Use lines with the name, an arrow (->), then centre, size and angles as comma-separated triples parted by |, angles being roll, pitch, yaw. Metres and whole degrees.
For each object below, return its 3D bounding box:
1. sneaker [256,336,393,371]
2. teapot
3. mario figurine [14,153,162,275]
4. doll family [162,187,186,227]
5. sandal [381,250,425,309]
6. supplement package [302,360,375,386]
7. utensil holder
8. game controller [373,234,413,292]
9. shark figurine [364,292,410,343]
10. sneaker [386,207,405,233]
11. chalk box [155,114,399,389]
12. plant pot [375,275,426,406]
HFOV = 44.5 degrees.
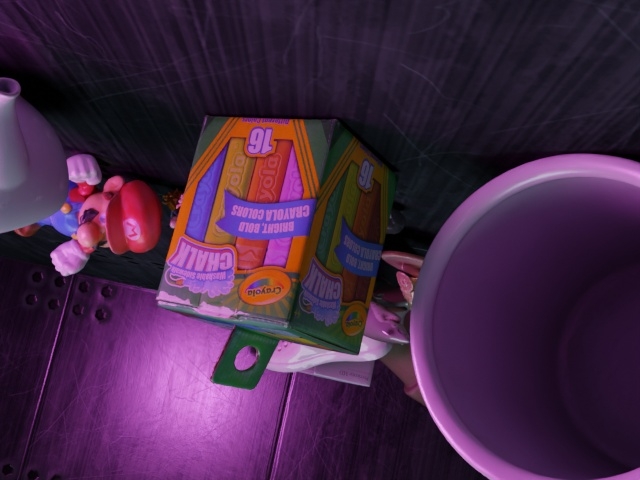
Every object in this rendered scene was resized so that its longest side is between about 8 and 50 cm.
sneaker -> -0.010, 0.171, 1.496 | 0.290, 0.106, 0.123 | -13, 117, 27
teapot -> -0.420, -0.114, 0.895 | 0.256, 0.187, 0.252 | -5, -164, 1
mario figurine -> -0.400, -0.039, 1.257 | 0.320, 0.170, 0.198 | 10, 163, 29
doll family -> -0.201, -0.002, 1.297 | 0.118, 0.163, 0.263 | -23, 161, 9
sandal -> 0.178, 0.086, 1.284 | 0.088, 0.079, 0.240 | 1, 164, 38
supplement package -> 0.047, 0.181, 1.697 | 0.139, 0.244, 0.134 | 16, 169, -20
utensil holder -> 0.332, 0.120, 0.868 | 0.327, 0.328, 0.385 | 4, 168, 38
game controller -> 0.052, 0.035, 1.313 | 0.166, 0.067, 0.319 | -16, 159, 18
shark figurine -> 0.079, 0.140, 1.324 | 0.166, 0.116, 0.278 | 25, -174, 10
sneaker -> 0.000, 0.000, 1.115 | 0.228, 0.132, 0.086 | 10, 169, 11
chalk box -> -0.049, 0.026, 0.883 | 0.179, 0.289, 0.180 | 6, 168, 29
plant pot -> 0.183, 0.166, 1.572 | 0.229, 0.263, 0.263 | 30, 169, 1
